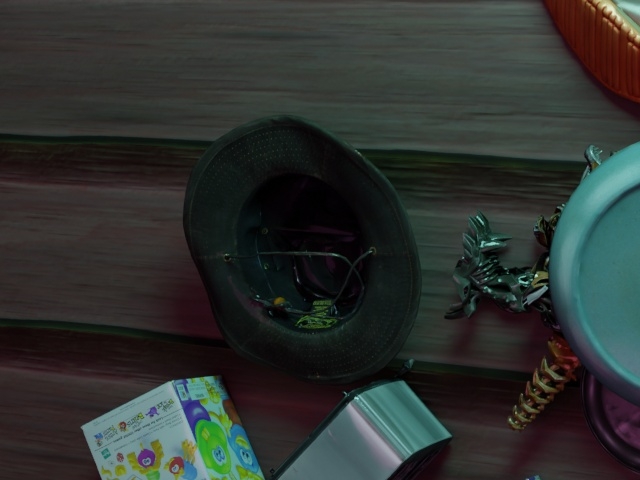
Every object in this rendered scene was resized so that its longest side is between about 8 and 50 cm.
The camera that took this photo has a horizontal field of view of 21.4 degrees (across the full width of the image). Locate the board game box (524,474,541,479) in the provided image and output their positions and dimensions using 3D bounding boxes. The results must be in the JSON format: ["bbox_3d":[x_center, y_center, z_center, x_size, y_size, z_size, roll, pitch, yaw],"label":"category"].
[{"bbox_3d":[0.179,0.460,1.990,0.347,0.056,0.208,-41,70,18],"label":"board game box"}]

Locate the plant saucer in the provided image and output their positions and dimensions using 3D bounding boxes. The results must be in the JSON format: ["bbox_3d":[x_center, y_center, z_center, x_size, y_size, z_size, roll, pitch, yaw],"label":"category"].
[{"bbox_3d":[0.393,0.045,1.788,0.317,0.043,0.318,4,103,19],"label":"plant saucer"}]

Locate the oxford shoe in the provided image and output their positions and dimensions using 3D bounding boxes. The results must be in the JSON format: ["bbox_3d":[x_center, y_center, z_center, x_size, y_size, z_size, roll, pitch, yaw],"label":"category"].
[{"bbox_3d":[0.392,-0.223,1.887,0.132,0.130,0.363,-39,64,-15],"label":"oxford shoe"}]

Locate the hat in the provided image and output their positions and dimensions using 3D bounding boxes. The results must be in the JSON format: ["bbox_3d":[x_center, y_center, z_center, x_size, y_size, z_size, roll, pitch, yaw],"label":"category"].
[{"bbox_3d":[0.000,0.000,2.027,0.331,0.134,0.331,10,112,25],"label":"hat"}]

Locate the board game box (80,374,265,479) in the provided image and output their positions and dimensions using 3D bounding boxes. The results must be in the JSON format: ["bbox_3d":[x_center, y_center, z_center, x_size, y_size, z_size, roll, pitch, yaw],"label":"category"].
[{"bbox_3d":[-0.156,0.322,2.084,0.144,0.142,0.275,-27,78,21],"label":"board game box"}]

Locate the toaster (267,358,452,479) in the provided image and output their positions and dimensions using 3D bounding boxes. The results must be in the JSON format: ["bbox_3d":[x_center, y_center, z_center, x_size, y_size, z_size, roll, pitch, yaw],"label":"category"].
[{"bbox_3d":[0.053,0.246,1.984,0.110,0.168,0.186,46,107,15],"label":"toaster"}]

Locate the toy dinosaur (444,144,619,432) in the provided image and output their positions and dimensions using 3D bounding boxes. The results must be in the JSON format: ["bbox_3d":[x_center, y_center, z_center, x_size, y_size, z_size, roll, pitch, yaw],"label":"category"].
[{"bbox_3d":[0.262,0.049,1.911,0.218,0.164,0.322,16,74,7],"label":"toy dinosaur"}]

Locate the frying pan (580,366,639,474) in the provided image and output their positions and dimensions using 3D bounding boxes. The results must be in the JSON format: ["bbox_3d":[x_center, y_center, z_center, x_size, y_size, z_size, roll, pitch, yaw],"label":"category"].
[{"bbox_3d":[0.432,0.136,1.885,0.326,0.053,0.197,-39,76,22],"label":"frying pan"}]
